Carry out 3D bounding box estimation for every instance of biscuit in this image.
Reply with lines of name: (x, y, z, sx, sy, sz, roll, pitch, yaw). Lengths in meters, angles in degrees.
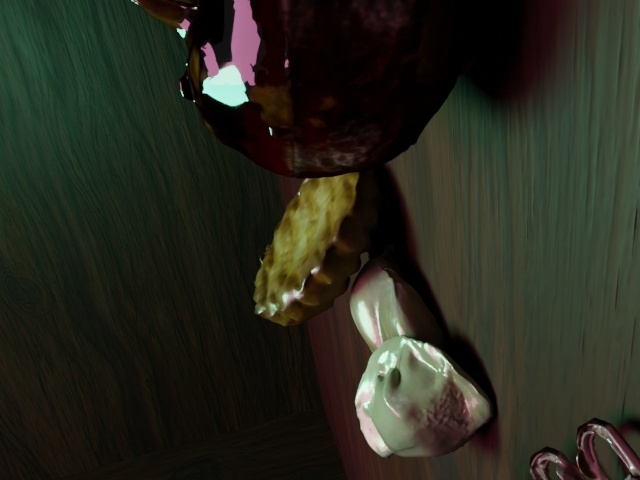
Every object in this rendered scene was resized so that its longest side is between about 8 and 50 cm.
biscuit: (0.000, 0.000, 1.095, 0.325, 0.107, 0.325, -49, 24, 32)

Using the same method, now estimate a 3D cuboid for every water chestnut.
water chestnut: (-0.035, -0.217, 0.588, 0.335, 0.347, 0.335, 176, 90, -86)

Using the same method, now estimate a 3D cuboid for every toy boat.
toy boat: (0.083, 0.004, 1.136, 0.137, 0.061, 0.060, -121, 19, -65)

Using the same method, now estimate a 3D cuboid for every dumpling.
dumpling: (0.128, 0.207, 0.848, 0.166, 0.126, 0.216, 65, 163, 12)

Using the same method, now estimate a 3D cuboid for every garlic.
garlic: (0.108, 0.127, 1.010, 0.217, 0.110, 0.228, 81, 172, -55)

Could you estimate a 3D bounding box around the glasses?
glasses: (0.211, 0.242, 0.488, 0.162, 0.095, 0.255, 57, 167, 24)
